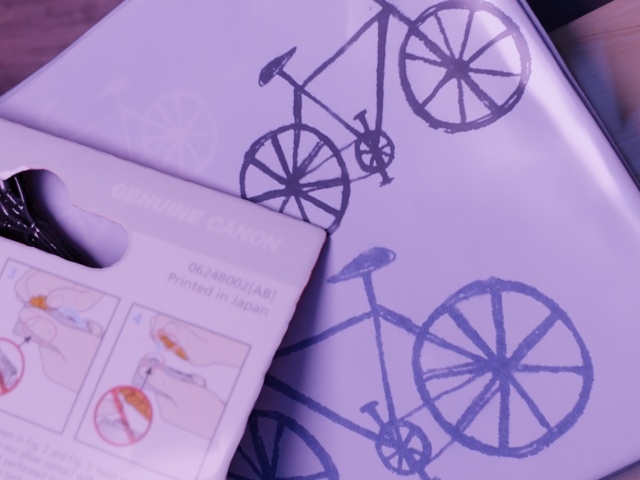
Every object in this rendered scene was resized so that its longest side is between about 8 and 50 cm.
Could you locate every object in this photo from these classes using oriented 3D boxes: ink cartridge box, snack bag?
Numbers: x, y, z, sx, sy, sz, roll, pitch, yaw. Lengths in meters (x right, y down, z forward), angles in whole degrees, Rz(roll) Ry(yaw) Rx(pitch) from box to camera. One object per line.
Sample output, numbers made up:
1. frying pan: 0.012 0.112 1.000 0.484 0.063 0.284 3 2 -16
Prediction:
1. ink cartridge box: -0.196 0.132 0.763 0.308 0.091 0.385 19 77 16
2. snack bag: 0.000 0.000 0.756 0.323 0.037 0.342 -34 84 31

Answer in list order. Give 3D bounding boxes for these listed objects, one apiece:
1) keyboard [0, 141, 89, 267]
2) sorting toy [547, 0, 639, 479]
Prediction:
1. keyboard: -0.159 0.070 0.826 0.317 0.033 0.201 46 124 14
2. sorting toy: 0.198 0.001 0.761 0.257 0.089 0.255 -26 88 12
